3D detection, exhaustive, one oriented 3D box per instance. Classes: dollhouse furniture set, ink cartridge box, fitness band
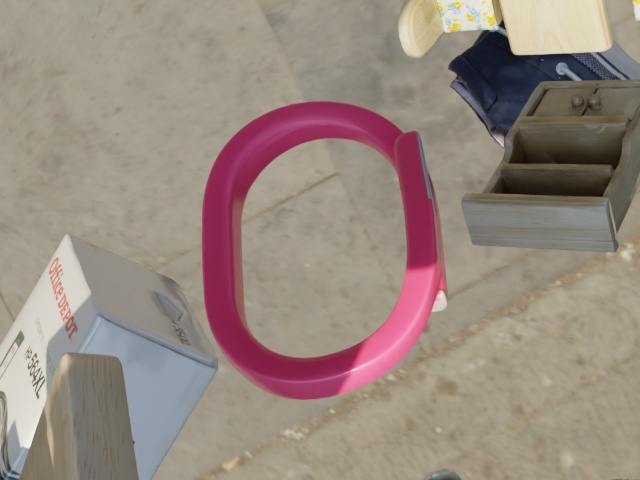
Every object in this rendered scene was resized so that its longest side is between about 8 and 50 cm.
[{"bbox_3d":[0.156,-0.136,0.846,0.161,0.212,0.242,-54,135,-41],"label":"dollhouse furniture set"},{"bbox_3d":[-0.162,0.116,0.755,0.086,0.148,0.203,27,98,-26],"label":"ink cartridge box"},{"bbox_3d":[0.000,0.000,1.061,0.209,0.054,0.291,-12,57,12],"label":"fitness band"}]

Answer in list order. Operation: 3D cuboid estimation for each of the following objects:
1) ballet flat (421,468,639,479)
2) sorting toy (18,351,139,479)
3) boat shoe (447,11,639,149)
[{"bbox_3d":[0.085,0.132,0.443,0.316,0.107,0.106,-9,119,17],"label":"ballet flat"},{"bbox_3d":[-0.137,0.215,0.451,0.089,0.257,0.255,9,126,-23],"label":"sorting toy"},{"bbox_3d":[0.283,-0.115,1.291,0.158,0.127,0.340,-40,69,-3],"label":"boat shoe"}]
